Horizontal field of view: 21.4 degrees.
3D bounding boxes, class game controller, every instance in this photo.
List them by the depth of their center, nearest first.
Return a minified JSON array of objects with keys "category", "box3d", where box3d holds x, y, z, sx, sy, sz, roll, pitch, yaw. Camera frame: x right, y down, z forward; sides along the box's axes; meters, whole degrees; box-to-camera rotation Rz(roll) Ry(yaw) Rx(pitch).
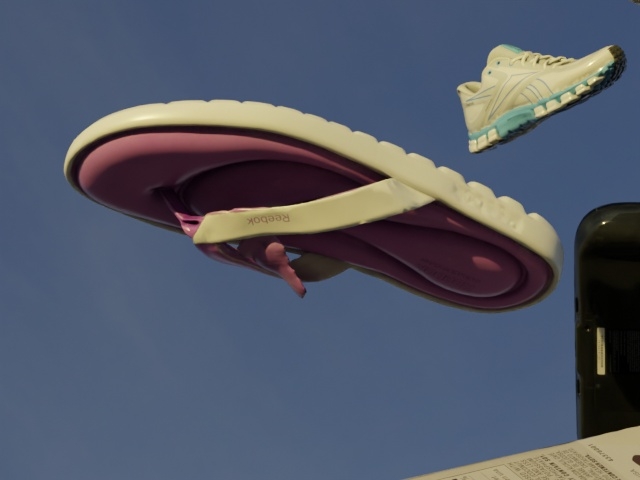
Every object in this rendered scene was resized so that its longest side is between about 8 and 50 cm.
[{"category":"game controller","box3d":[0.354,0.112,1.800,0.166,0.067,0.319,3,-70,19]}]

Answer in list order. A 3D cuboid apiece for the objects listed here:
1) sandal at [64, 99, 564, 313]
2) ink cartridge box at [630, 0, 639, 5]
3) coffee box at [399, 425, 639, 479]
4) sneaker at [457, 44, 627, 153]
[{"category":"sandal","box3d":[0.005,-0.009,1.330,0.416,0.102,0.169,13,-37,-14]},{"category":"ink cartridge box","box3d":[0.337,-0.312,1.525,0.283,0.207,0.117,22,-32,4]},{"category":"coffee box","box3d":[0.095,0.198,0.785,0.297,0.119,0.168,-8,-60,-32]},{"category":"sneaker","box3d":[0.190,-0.145,1.530,0.071,0.083,0.190,-19,-5,-45]}]
